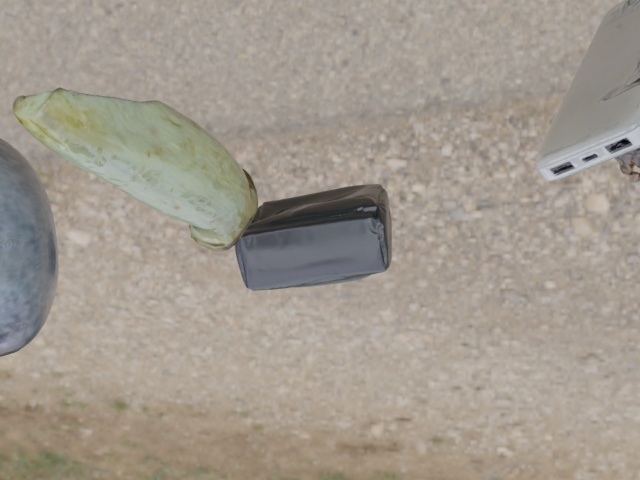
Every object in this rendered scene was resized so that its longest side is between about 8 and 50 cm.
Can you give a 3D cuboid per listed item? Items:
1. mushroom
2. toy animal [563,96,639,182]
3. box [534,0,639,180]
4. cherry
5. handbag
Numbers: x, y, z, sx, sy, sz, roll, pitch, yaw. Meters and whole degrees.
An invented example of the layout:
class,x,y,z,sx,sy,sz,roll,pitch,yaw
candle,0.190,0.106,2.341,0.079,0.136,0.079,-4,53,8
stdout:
class,x,y,z,sx,sy,sz,roll,pitch,yaw
mushroom,-0.170,-0.087,1.013,0.087,0.107,0.333,-2,158,31
toy animal,0.479,-0.152,1.524,0.255,0.114,0.116,27,-166,25
box,0.317,-0.178,1.015,0.044,0.285,0.142,45,144,-19
cherry,-0.403,0.018,1.089,0.218,0.296,0.255,2,179,-23
handbag,0.001,0.003,1.964,0.301,0.178,0.275,-10,-170,10
